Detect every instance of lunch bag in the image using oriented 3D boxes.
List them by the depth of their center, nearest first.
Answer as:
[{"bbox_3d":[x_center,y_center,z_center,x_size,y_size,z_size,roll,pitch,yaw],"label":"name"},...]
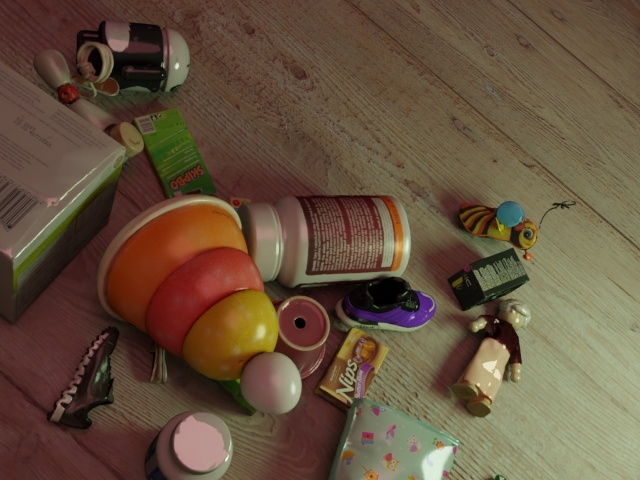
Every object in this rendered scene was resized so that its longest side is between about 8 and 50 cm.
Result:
[{"bbox_3d":[0.150,0.503,1.742,0.262,0.160,0.223,30,59,-12],"label":"lunch bag"}]

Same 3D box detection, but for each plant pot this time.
[{"bbox_3d":[-0.068,0.218,1.779,0.201,0.180,0.201,9,64,-18],"label":"plant pot"}]

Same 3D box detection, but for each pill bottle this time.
[{"bbox_3d":[-0.261,0.428,1.548,0.152,0.272,0.152,9,64,-18],"label":"pill bottle"},{"bbox_3d":[0.000,0.000,1.885,0.392,0.224,0.224,-1,66,-22],"label":"pill bottle"}]

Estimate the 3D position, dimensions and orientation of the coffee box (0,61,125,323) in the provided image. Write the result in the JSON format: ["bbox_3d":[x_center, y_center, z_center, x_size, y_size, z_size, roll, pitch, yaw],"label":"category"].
[{"bbox_3d":[-0.662,-0.096,1.607,0.337,0.334,0.338,35,56,-1],"label":"coffee box"}]

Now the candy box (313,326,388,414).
[{"bbox_3d":[0.075,0.314,1.863,0.109,0.053,0.187,34,57,-2],"label":"candy box"}]

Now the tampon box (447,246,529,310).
[{"bbox_3d":[0.450,0.105,2.068,0.161,0.120,0.101,-17,74,-27],"label":"tampon box"}]

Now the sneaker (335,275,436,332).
[{"bbox_3d":[0.193,0.150,1.907,0.293,0.146,0.102,1,53,-34],"label":"sneaker"}]

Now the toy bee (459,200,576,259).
[{"bbox_3d":[0.528,-0.027,2.113,0.195,0.298,0.162,8,82,-49],"label":"toy bee"}]

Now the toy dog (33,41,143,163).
[{"bbox_3d":[-0.539,-0.304,1.853,0.220,0.161,0.334,-10,100,14],"label":"toy dog"}]

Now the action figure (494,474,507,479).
[{"bbox_3d":[0.474,0.673,1.845,0.137,0.063,0.232,-16,69,-24],"label":"action figure"}]

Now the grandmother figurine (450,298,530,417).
[{"bbox_3d":[0.453,0.278,2.007,0.208,0.104,0.342,55,52,-22],"label":"grandmother figurine"}]

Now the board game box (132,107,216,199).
[{"bbox_3d":[-0.369,-0.210,1.952,0.124,0.039,0.259,-19,71,-27],"label":"board game box"}]

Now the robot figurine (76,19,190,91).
[{"bbox_3d":[-0.472,-0.461,1.955,0.278,0.173,0.209,0,70,-21],"label":"robot figurine"}]

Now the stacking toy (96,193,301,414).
[{"bbox_3d":[-0.207,0.166,1.574,0.350,0.350,0.480,-24,53,-29],"label":"stacking toy"}]

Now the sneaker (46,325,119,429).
[{"bbox_3d":[-0.476,0.298,1.645,0.106,0.078,0.234,31,62,-8],"label":"sneaker"}]

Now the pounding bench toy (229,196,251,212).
[{"bbox_3d":[-0.191,-0.071,1.936,0.083,0.065,0.052,5,64,-20],"label":"pounding bench toy"}]

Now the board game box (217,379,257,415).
[{"bbox_3d":[-0.193,0.307,1.738,0.181,0.092,0.043,45,57,3],"label":"board game box"}]

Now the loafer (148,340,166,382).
[{"bbox_3d":[-0.366,0.257,1.725,0.039,0.045,0.125,-3,70,-15],"label":"loafer"}]
